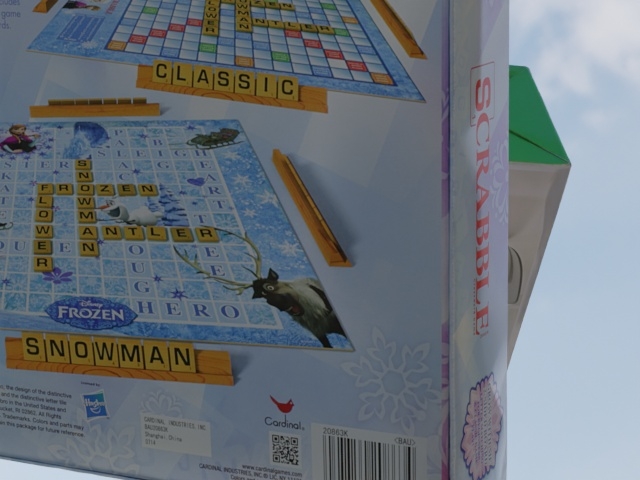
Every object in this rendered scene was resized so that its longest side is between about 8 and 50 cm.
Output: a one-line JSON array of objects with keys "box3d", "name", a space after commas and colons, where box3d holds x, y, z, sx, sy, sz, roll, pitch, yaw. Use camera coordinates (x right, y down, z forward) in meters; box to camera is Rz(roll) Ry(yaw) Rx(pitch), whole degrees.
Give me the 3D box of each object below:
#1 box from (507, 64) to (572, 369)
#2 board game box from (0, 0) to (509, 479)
[{"box3d": [0.000, 0.000, 1.214, 0.262, 0.126, 0.231, 4, -54, -13], "name": "box"}, {"box3d": [-0.074, -0.051, 0.820, 0.066, 0.319, 0.318, -24, -63, -61], "name": "board game box"}]
